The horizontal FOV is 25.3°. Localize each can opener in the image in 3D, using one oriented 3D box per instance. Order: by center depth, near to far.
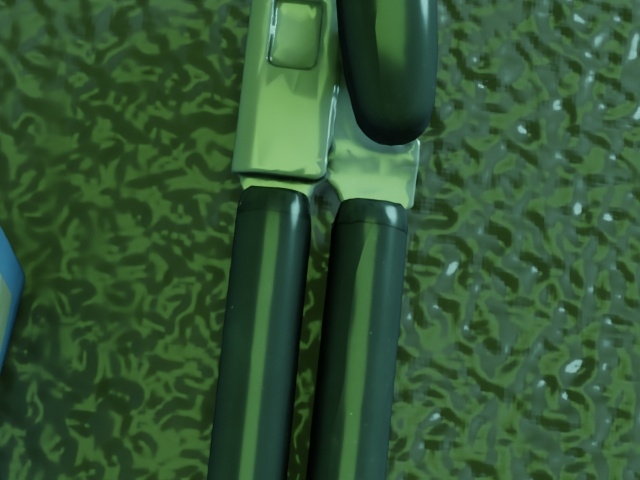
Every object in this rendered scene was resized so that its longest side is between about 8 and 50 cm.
[{"bbox_3d":[0.000,0.000,0.544,0.076,0.095,0.283,6,75,-2],"label":"can opener"}]

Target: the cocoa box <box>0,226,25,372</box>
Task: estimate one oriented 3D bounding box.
[{"bbox_3d":[-0.247,0.121,0.424,0.228,0.231,0.347,13,75,-2],"label":"cocoa box"}]
